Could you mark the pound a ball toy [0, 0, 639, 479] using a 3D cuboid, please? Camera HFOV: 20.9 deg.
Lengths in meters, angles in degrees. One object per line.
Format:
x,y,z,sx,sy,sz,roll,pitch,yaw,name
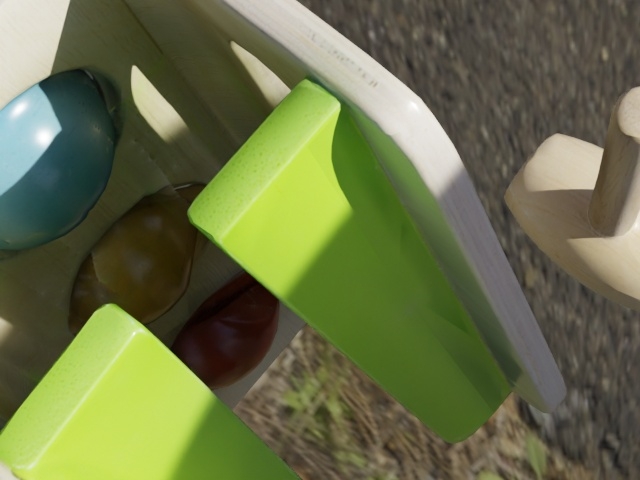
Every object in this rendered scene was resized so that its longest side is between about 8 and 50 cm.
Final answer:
0.000,0.000,0.515,0.135,0.319,0.208,38,85,22,pound a ball toy
